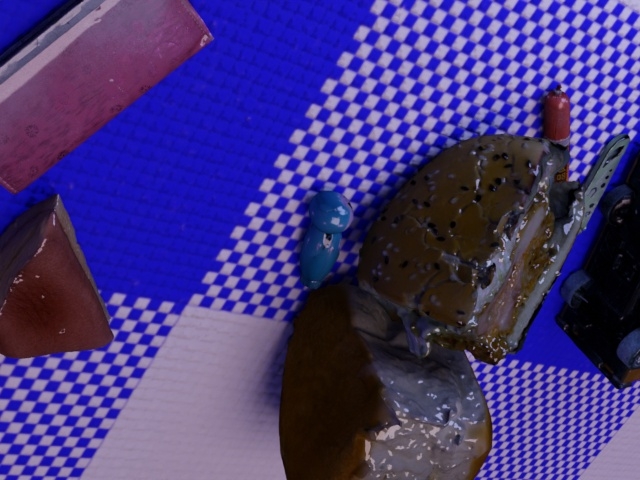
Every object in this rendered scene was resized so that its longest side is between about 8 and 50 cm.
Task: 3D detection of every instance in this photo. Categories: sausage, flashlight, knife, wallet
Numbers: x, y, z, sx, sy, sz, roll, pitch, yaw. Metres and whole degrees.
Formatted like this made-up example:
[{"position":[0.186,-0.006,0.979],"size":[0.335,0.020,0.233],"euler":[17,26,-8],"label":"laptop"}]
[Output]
[{"position":[0.286,-0.090,1.360],"size":[0.034,0.034,0.253],"euler":[-26,137,-14],"label":"sausage"},{"position":[0.000,0.000,1.228],"size":[0.051,0.051,0.129],"euler":[-9,137,-30],"label":"flashlight"},{"position":[0.331,-0.014,1.471],"size":[0.043,0.020,0.293],"euler":[1,125,-34],"label":"knife"},{"position":[-0.209,-0.142,0.961],"size":[0.232,0.025,0.119],"euler":[-38,139,0],"label":"wallet"}]

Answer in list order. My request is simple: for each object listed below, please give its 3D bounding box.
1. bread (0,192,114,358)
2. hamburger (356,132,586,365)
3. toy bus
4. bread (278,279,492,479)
[{"position":[-0.269,0.048,1.059],"size":[0.119,0.067,0.192],"euler":[-31,141,-20],"label":"bread"},{"position":[0.161,0.006,1.254],"size":[0.288,0.192,0.168],"euler":[-61,151,-20],"label":"hamburger"},{"position":[0.472,0.026,1.505],"size":[0.194,0.162,0.323],"euler":[-9,133,-31],"label":"toy bus"},{"position":[0.063,0.216,1.329],"size":[0.225,0.250,0.279],"euler":[7,128,-31],"label":"bread"}]
